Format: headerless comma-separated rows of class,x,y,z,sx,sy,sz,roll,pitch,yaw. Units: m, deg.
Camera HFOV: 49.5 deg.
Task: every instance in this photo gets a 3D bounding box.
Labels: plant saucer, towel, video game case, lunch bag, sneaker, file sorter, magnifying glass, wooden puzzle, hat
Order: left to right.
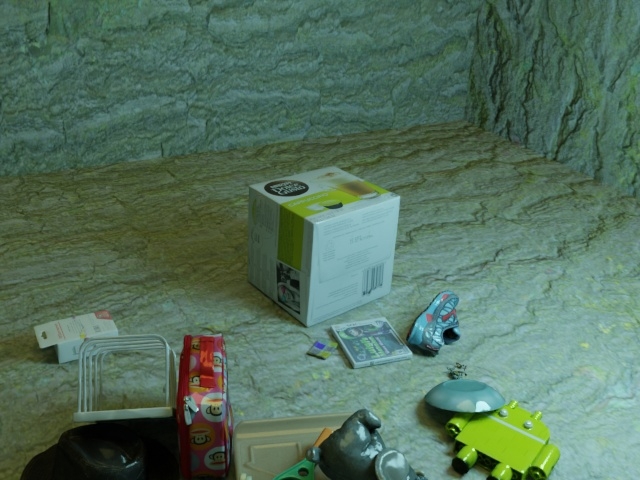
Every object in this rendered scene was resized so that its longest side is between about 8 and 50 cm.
hat,-0.456,0.456,1.416,0.330,0.134,0.331,2,28,-1
file sorter,-0.414,0.307,1.518,0.192,0.173,0.278,-2,-14,-9
lunch bag,-0.251,0.342,1.520,0.120,0.258,0.293,-1,27,-8
magnifying glass,-0.031,0.463,1.396,0.092,0.026,0.231,17,33,21
wooden puzzle,-0.010,0.511,1.420,0.321,0.081,0.348,-2,32,-9
towel,0.007,0.298,1.908,0.060,0.010,0.083,16,30,25
video game case,0.139,0.282,1.939,0.173,0.022,0.190,-7,28,-18
sneaker,0.347,0.244,1.983,0.125,0.104,0.262,33,41,17
plant saucer,0.351,0.370,1.691,0.194,0.038,0.195,0,4,0

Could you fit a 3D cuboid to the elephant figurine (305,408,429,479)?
elephant figurine,0.118,0.451,1.319,0.186,0.169,0.239,-38,66,-16

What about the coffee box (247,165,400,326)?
coffee box,0.000,0.000,2.132,0.337,0.339,0.334,-17,33,-35

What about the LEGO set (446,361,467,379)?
LEGO set,0.363,0.350,1.833,0.054,0.024,0.083,27,22,36

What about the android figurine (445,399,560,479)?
android figurine,0.418,0.457,1.586,0.248,0.056,0.272,22,34,34

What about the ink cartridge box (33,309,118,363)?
ink cartridge box,-0.653,0.260,1.857,0.198,0.067,0.115,-10,29,-27

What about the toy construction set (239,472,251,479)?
toy construction set,-0.253,0.516,1.221,0.327,0.151,0.215,-8,-8,-7
